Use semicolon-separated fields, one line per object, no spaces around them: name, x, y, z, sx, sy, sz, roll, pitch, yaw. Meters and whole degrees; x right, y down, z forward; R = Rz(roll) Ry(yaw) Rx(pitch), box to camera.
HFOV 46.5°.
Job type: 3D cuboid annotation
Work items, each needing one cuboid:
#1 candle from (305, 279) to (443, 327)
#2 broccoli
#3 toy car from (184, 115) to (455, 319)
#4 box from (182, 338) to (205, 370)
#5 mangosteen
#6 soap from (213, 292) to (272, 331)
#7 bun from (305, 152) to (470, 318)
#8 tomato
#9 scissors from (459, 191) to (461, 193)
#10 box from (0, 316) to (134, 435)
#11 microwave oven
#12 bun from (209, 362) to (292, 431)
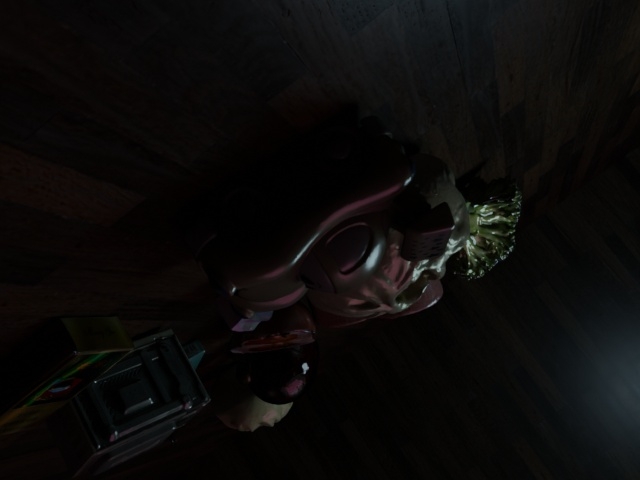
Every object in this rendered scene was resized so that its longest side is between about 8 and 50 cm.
candle;0.130;0.104;1.742;0.317;0.131;0.287;-13;-164;20
broccoli;0.314;-0.033;1.790;0.362;0.221;0.252;-11;147;-34
toy car;0.000;0.000;1.101;0.336;0.226;0.242;-34;166;-7
box;-0.371;0.307;1.628;0.229;0.041;0.162;-26;163;-31
mangosteen;-0.112;0.300;1.901;0.216;0.216;0.216;-32;165;-9
soap;-0.145;0.121;1.416;0.056;0.100;0.149;-38;166;12
bun;0.133;0.010;1.398;0.365;0.219;0.365;-40;170;-8
tomato;-0.112;0.188;1.681;0.199;0.112;0.228;-11;164;-4
scissors;0.366;-0.114;1.983;0.036;0.006;0.083;-26;163;-36
box;-0.425;0.211;1.145;0.240;0.071;0.159;-38;163;12
microwave oven;-0.349;0.292;1.340;0.241;0.194;0.145;-17;156;-44
bun;-0.183;0.436;2.074;0.259;0.159;0.259;-9;-163;3
